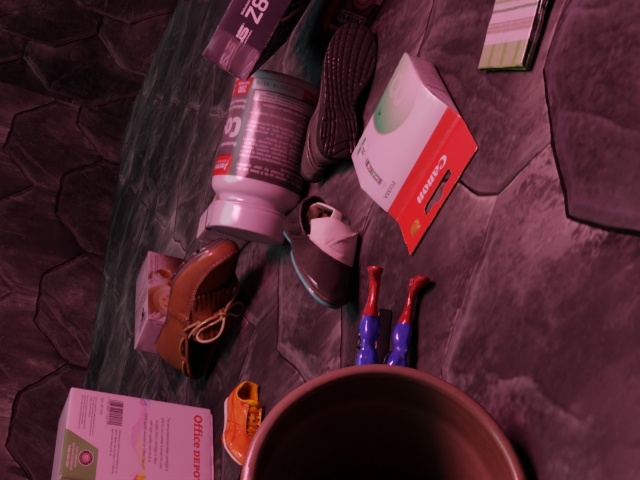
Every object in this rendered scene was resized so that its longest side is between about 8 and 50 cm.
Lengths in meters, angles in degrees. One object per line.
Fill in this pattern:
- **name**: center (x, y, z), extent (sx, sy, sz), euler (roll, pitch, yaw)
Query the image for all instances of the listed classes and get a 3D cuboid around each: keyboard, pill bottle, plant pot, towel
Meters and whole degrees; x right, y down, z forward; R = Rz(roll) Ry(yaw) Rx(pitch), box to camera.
- **keyboard**: center (0.064, 0.178, 1.187), extent (0.108, 0.023, 0.180), euler (146, 135, -60)
- **pill bottle**: center (-0.102, -0.145, 1.643), extent (0.161, 0.161, 0.283), euler (172, 112, -68)
- **plant pot**: center (0.046, 0.288, 0.890), extent (0.229, 0.263, 0.263), euler (103, 168, -50)
- **towel**: center (0.236, -0.272, 1.077), extent (0.113, 0.023, 0.152), euler (-152, 76, -71)

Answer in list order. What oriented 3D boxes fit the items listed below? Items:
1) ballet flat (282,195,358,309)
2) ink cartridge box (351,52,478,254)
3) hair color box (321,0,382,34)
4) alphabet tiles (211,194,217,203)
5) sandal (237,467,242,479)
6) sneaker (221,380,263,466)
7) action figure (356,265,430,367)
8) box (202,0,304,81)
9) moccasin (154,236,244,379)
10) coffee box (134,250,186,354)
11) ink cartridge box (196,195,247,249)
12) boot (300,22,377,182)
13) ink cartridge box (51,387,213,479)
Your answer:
- **ballet flat**: center (0.000, 0.000, 1.386), extent (0.096, 0.095, 0.280), euler (-56, 25, 13)
- **ink cartridge box**: center (0.116, -0.119, 1.224), extent (0.224, 0.056, 0.181), euler (-101, 33, -53)
- **hair color box**: center (0.064, -0.406, 1.532), extent (0.043, 0.072, 0.141), euler (-102, 33, -52)
- **alphabet tiles**: center (-0.204, -0.118, 2.085), extent (0.284, 0.021, 0.278), euler (-100, 32, -48)
- **sandal**: center (-0.123, 0.425, 1.462), extent (0.179, 0.040, 0.067), euler (-125, 54, -64)
- **sneaker**: center (-0.126, 0.303, 1.531), extent (0.067, 0.064, 0.175), euler (-52, 32, 26)
- **action figure**: center (0.069, 0.168, 1.060), extent (0.139, 0.092, 0.280), euler (111, 171, -80)
- **box**: center (-0.050, -0.465, 1.605), extent (0.318, 0.097, 0.395), euler (-58, 4, 23)
- **moccasin**: center (-0.225, 0.141, 1.789), extent (0.147, 0.139, 0.380), euler (44, 131, 19)
- **coffee box**: center (-0.336, 0.145, 2.068), extent (0.246, 0.141, 0.098), euler (-103, 35, -54)
- **ink cartridge box**: center (-0.180, -0.040, 1.856), extent (0.135, 0.099, 0.056), euler (-41, 39, 55)
- **boot**: center (0.015, -0.227, 1.528), extent (0.161, 0.084, 0.246), euler (152, 131, -70)
- **ink cartridge box**: center (-0.350, 0.407, 1.726), extent (0.201, 0.278, 0.117), euler (-98, 28, -46)
